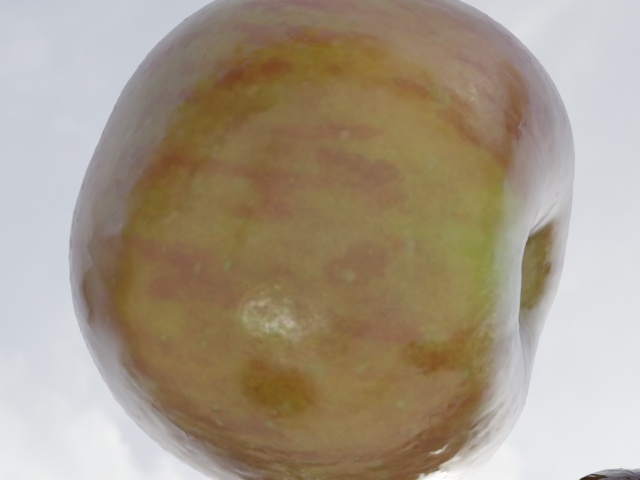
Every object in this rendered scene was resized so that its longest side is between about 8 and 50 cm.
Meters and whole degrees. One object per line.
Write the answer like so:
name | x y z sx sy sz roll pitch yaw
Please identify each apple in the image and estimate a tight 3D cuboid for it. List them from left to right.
apple | 0.000 0.000 1.110 0.333 0.400 0.400 11 -63 13

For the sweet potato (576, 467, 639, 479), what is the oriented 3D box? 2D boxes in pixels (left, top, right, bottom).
sweet potato | 0.193 0.152 0.886 0.065 0.218 0.051 36 -55 39
